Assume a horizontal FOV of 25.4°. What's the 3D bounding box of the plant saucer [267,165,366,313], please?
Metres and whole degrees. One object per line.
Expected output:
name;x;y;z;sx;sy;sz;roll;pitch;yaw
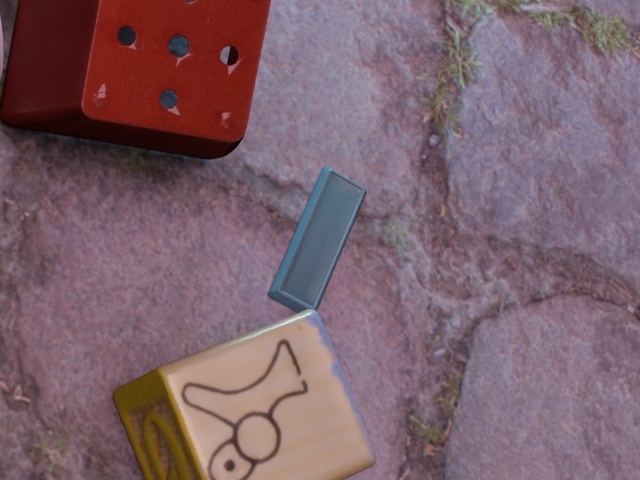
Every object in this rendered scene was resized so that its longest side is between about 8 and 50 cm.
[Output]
plant saucer;0.000;0.000;1.762;0.067;0.018;0.192;29;67;-15

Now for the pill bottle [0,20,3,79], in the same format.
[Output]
pill bottle;-0.488;-0.210;1.495;0.278;0.162;0.162;-9;80;-26

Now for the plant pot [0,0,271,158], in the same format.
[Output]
plant pot;-0.184;-0.222;1.564;0.267;0.236;0.267;8;99;-23

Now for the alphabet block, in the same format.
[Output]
alphabet block;-0.087;0.206;1.569;0.197;0.193;0.192;-19;84;-27
